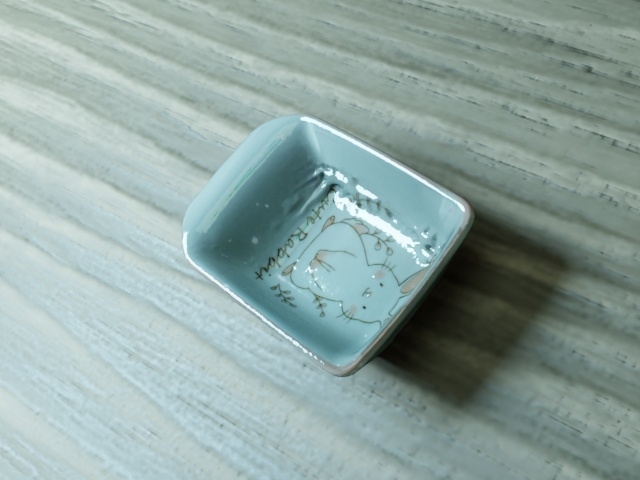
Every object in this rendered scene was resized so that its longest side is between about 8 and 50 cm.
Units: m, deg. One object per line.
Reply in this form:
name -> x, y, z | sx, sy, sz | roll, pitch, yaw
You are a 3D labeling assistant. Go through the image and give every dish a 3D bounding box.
dish -> 0.000, 0.000, 0.873 | 0.234, 0.064, 0.154 | 34, 82, 37
